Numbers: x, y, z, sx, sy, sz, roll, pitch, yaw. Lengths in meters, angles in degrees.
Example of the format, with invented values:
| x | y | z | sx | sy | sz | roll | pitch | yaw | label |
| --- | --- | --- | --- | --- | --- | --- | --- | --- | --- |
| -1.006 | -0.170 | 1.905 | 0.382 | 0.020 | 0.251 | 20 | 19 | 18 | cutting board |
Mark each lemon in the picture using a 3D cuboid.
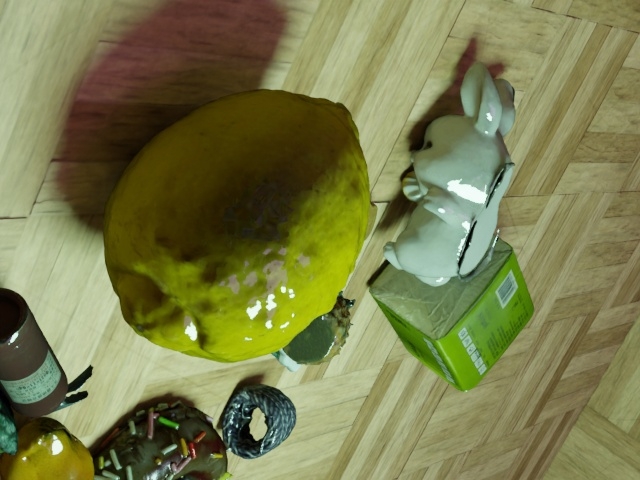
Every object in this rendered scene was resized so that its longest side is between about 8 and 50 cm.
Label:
| x | y | z | sx | sy | sz | roll | pitch | yaw | label |
| --- | --- | --- | --- | --- | --- | --- | --- | --- | --- |
| -0.086 | -0.021 | 1.426 | 0.316 | 0.285 | 0.285 | -61 | 170 | -57 | lemon |

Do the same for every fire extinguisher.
| x | y | z | sx | sy | sz | roll | pitch | yaw | label |
| --- | --- | --- | --- | --- | --- | --- | --- | --- | --- |
| -0.308 | 0.132 | 1.436 | 0.099 | 0.071 | 0.231 | -36 | 149 | -14 | fire extinguisher |

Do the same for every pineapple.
| x | y | z | sx | sy | sz | roll | pitch | yaw | label |
| --- | --- | --- | --- | --- | --- | --- | --- | --- | --- |
| 0.001 | 0.109 | 1.871 | 0.108 | 0.108 | 0.198 | -62 | 175 | 15 | pineapple |

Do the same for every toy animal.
| x | y | z | sx | sy | sz | roll | pitch | yaw | label |
| --- | --- | --- | --- | --- | --- | --- | --- | --- | --- |
| 0.206 | -0.087 | 1.936 | 0.325 | 0.154 | 0.208 | -63 | 159 | 6 | toy animal |

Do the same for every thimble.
| x | y | z | sx | sy | sz | roll | pitch | yaw | label |
| --- | --- | --- | --- | --- | --- | --- | --- | --- | --- |
| -0.089 | 0.266 | 1.927 | 0.066 | 0.095 | 0.104 | -2 | 109 | -60 | thimble |

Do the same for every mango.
| x | y | z | sx | sy | sz | roll | pitch | yaw | label |
| --- | --- | --- | --- | --- | --- | --- | --- | --- | --- |
| -0.326 | 0.258 | 1.551 | 0.105 | 0.084 | 0.159 | -26 | 139 | -10 | mango |

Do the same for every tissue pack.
| x | y | z | sx | sy | sz | roll | pitch | yaw | label |
| --- | --- | --- | --- | --- | --- | --- | --- | --- | --- |
| 0.219 | 0.096 | 2.150 | 0.200 | 0.167 | 0.274 | -49 | 154 | -8 | tissue pack |

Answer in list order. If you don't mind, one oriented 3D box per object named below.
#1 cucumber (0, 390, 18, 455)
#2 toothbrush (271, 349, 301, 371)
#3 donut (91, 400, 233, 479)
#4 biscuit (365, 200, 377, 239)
| x | y | z | sx | sy | sz | roll | pitch | yaw | label |
| --- | --- | --- | --- | --- | --- | --- | --- | --- | --- |
| -0.369 | 0.160 | 1.352 | 0.193 | 0.115 | 0.086 | 75 | 33 | -61 | cucumber |
| -0.095 | 0.095 | 1.780 | 0.042 | 0.040 | 0.418 | -52 | 153 | -11 | toothbrush |
| -0.227 | 0.341 | 1.785 | 0.270 | 0.103 | 0.269 | -37 | 149 | -27 | donut |
| 0.000 | 0.002 | 1.839 | 0.236 | 0.040 | 0.144 | -21 | 144 | -44 | biscuit |
